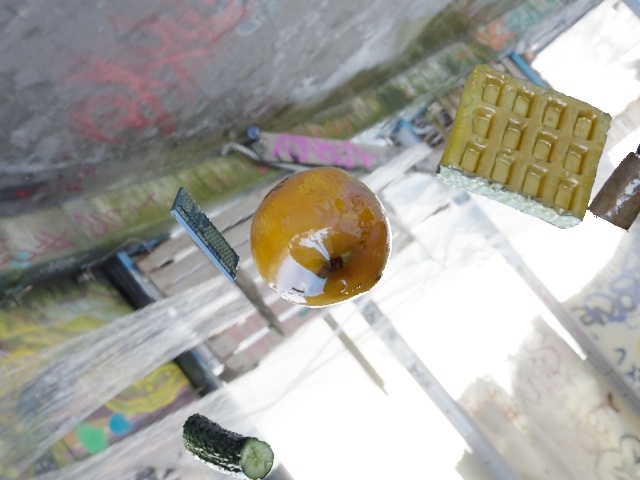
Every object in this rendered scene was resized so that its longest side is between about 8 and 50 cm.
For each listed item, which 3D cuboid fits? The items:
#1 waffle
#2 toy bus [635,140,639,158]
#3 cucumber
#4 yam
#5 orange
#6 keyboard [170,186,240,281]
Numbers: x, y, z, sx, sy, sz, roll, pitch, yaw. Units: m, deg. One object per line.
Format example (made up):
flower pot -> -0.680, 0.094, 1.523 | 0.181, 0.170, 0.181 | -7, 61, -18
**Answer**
waffle -> 0.330, -0.156, 1.286 | 0.055, 0.248, 0.221 | 106, 6, -66
toy bus -> 0.620, -0.094, 1.104 | 0.153, 0.329, 0.143 | -27, 144, -25
cucumber -> -0.121, 0.259, 0.984 | 0.058, 0.058, 0.187 | -35, -165, -27
yam -> 0.510, -0.084, 1.312 | 0.127, 0.084, 0.084 | -61, 164, 17
orange -> 0.000, 0.000, 1.363 | 0.246, 0.246, 0.246 | -38, 170, -8
keyboard -> -0.181, -0.008, 1.272 | 0.014, 0.176, 0.055 | -15, -139, 24
